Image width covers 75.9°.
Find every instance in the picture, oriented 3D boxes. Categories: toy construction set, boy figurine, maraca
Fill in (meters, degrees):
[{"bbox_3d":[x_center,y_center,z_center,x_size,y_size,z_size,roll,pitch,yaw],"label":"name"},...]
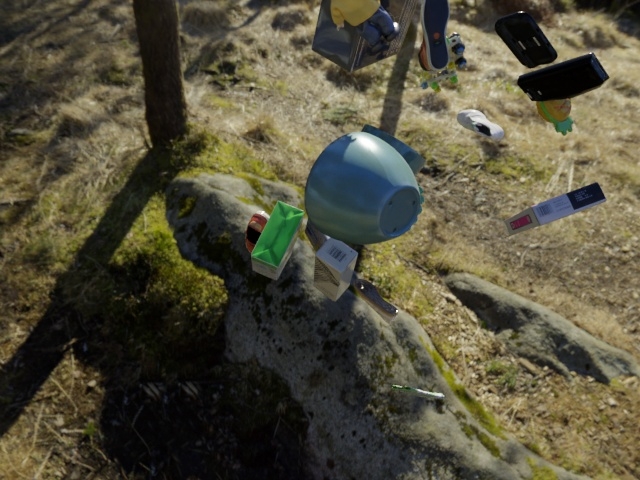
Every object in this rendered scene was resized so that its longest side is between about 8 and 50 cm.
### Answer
[{"bbox_3d":[0.522,-0.772,1.791,0.215,0.328,0.151,-21,86,18],"label":"toy construction set"},{"bbox_3d":[0.100,-0.677,1.173,0.285,0.177,0.092,36,49,-31],"label":"boy figurine"},{"bbox_3d":[0.810,-0.449,1.411,0.127,0.099,0.185,-29,92,-24],"label":"maraca"}]

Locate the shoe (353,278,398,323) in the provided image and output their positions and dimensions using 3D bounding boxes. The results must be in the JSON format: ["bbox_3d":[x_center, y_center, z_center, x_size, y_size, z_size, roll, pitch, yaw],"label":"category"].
[{"bbox_3d":[0.201,0.230,1.566,0.077,0.058,0.219,-21,49,-34],"label":"shoe"}]

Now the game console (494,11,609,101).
[{"bbox_3d":[0.643,-0.522,1.174,0.361,0.213,0.044,28,77,-31],"label":"game console"}]

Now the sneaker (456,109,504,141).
[{"bbox_3d":[0.620,-0.463,1.632,0.094,0.080,0.212,-12,42,-40],"label":"sneaker"}]

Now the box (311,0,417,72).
[{"bbox_3d":[0.186,-0.891,1.634,0.212,0.293,0.395,37,48,17],"label":"box"}]

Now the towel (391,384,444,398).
[{"bbox_3d":[0.347,0.537,1.462,0.152,0.113,0.023,22,65,-22],"label":"towel"}]

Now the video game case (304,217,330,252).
[{"bbox_3d":[0.000,0.000,1.705,0.023,0.193,0.212,-22,67,-20],"label":"video game case"}]

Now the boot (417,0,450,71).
[{"bbox_3d":[0.355,-0.680,1.337,0.088,0.244,0.176,-8,22,2],"label":"boot"}]

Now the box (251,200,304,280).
[{"bbox_3d":[-0.176,0.008,1.719,0.127,0.231,0.262,24,71,0],"label":"box"}]

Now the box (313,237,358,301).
[{"bbox_3d":[0.046,0.104,1.420,0.113,0.275,0.094,35,65,16],"label":"box"}]

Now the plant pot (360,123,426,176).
[{"bbox_3d":[0.236,-0.290,1.658,0.293,0.235,0.293,31,9,-6],"label":"plant pot"}]

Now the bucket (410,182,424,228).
[{"bbox_3d":[0.366,-0.185,2.075,0.281,0.281,0.183,-29,37,-29],"label":"bucket"}]

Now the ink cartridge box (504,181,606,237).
[{"bbox_3d":[0.676,-0.079,1.239,0.176,0.371,0.069,-22,80,8],"label":"ink cartridge box"}]

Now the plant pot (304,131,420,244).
[{"bbox_3d":[0.132,-0.105,1.030,0.290,0.290,0.195,-24,37,-26],"label":"plant pot"}]

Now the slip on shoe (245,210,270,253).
[{"bbox_3d":[-0.317,-0.017,1.977,0.123,0.331,0.101,31,57,1],"label":"slip on shoe"}]
